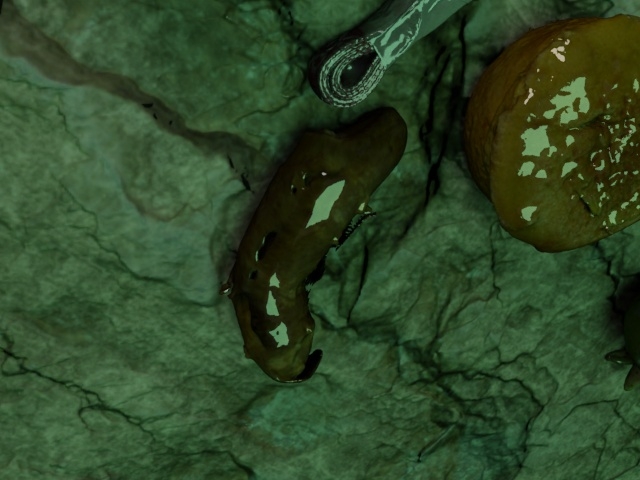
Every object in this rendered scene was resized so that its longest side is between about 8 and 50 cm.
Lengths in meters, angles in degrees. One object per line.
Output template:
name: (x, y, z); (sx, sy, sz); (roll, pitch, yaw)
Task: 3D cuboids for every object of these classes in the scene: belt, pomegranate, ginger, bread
belt: (0.086, -0.216, 0.761); (0.232, 0.053, 0.071); (-42, 116, 3)
pomegranate: (0.481, 0.135, 1.080); (0.152, 0.131, 0.191); (-20, 145, -18)
ginger: (-0.014, -0.001, 0.806); (0.133, 0.107, 0.309); (18, 105, -15)
bread: (0.275, -0.119, 0.839); (0.269, 0.145, 0.268); (-9, 115, -19)
